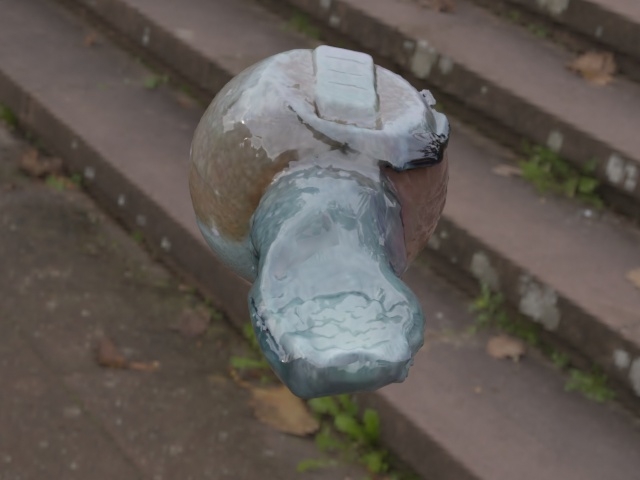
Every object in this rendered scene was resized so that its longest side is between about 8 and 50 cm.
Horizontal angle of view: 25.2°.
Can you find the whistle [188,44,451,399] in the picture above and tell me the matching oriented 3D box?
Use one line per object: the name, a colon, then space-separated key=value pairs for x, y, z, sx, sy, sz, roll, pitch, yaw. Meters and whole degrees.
whistle: x=0.000 y=0.000 z=0.940 sx=0.189 sy=0.189 sz=0.348 roll=8 pitch=35 yaw=-9
